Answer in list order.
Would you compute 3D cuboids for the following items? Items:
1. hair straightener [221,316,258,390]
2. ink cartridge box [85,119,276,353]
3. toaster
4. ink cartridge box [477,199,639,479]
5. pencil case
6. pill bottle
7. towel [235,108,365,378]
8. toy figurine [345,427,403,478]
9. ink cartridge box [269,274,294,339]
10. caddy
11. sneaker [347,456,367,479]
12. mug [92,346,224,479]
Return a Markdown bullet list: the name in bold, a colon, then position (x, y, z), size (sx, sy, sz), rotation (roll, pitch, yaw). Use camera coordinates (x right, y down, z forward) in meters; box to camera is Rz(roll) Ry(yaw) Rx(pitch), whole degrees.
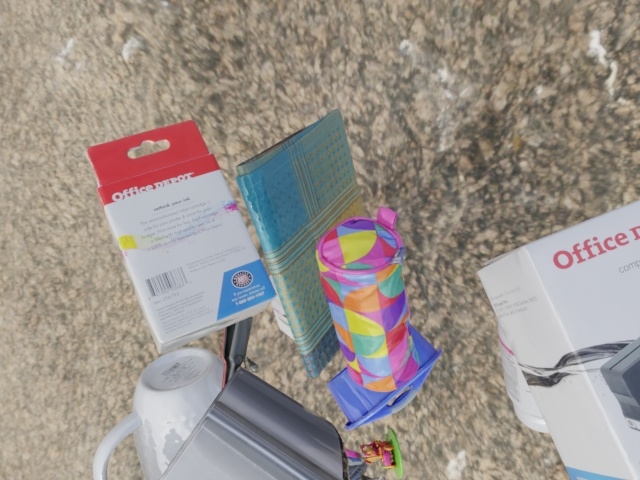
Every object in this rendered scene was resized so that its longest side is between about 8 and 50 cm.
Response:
- **hair straightener**: position (-0.168, 0.259, 1.120), size (0.089, 0.047, 0.230), rotation (-3, 73, 44)
- **ink cartridge box**: position (-0.161, -0.008, 0.634), size (0.134, 0.078, 0.231), rotation (-21, 78, -21)
- **toaster**: position (-0.059, 0.184, 0.388), size (0.110, 0.168, 0.186), rotation (35, 87, 0)
- **ink cartridge box**: position (0.439, 0.153, 0.760), size (0.285, 0.166, 0.395), rotation (-20, 78, -11)
- **pencil case**: position (0.064, 0.080, 0.669), size (0.104, 0.104, 0.236), rotation (-7, 132, 5)
- **pill bottle**: position (0.470, 0.269, 1.186), size (0.160, 0.160, 0.283), rotation (-16, 126, 6)
- **towel**: position (0.000, 0.000, 0.928), size (0.040, 0.271, 0.370), rotation (2, 119, 35)
- **toy figurine**: position (0.125, 0.586, 1.526), size (0.159, 0.173, 0.130), rotation (-7, 85, -7)
- **ink cartridge box**: position (-0.048, 0.176, 1.791), size (0.117, 0.278, 0.201), rotation (33, 62, 31)
- **caddy**: position (0.177, 0.375, 1.528), size (0.341, 0.241, 0.179), rotation (-37, 79, -11)
- **sneaker**: position (-0.004, 0.444, 1.093), size (0.211, 0.081, 0.080), rotation (6, 116, -28)
- **mug**: position (-0.320, 0.445, 1.255), size (0.374, 0.276, 0.328), rotation (-27, 117, -36)
